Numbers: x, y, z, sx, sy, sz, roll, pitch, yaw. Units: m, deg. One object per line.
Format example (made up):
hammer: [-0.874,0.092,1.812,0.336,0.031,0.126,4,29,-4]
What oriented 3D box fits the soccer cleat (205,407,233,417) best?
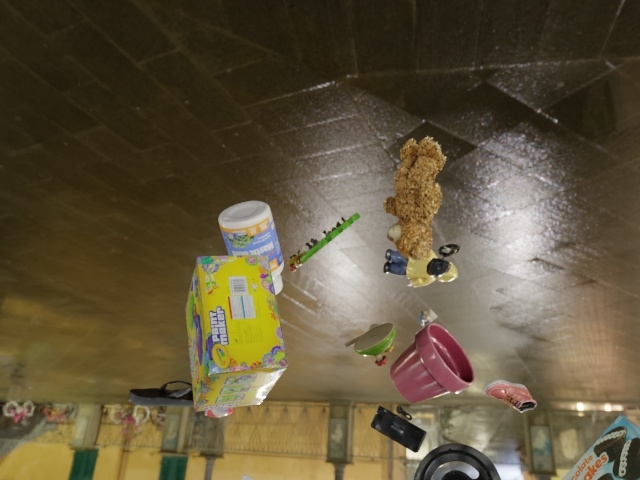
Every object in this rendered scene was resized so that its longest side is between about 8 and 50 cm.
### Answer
soccer cleat: [-0.313,0.501,1.695,0.095,0.083,0.248,4,142,-16]

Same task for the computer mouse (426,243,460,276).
computer mouse: [0.383,0.069,1.658,0.071,0.041,0.242,14,158,4]

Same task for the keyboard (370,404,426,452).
keyboard: [0.263,0.611,1.761,0.180,0.108,0.023,22,176,29]

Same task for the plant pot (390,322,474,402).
plant pot: [0.308,0.368,1.528,0.180,0.201,0.201,-41,136,23]

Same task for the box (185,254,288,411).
box: [-0.219,0.230,1.304,0.177,0.290,0.279,-1,147,-21]

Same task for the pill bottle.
pill bottle: [-0.193,0.034,1.560,0.152,0.152,0.272,-4,119,17]

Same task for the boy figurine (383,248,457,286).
boy figurine: [0.386,0.093,2.027,0.285,0.177,0.092,7,-179,28]

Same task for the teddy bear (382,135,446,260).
teddy bear: [0.247,-0.118,1.444,0.113,0.338,0.245,4,-160,-30]

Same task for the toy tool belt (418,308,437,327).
toy tool belt: [0.327,0.247,1.663,0.052,0.051,0.083,45,161,13]

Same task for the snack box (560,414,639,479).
snack box: [0.625,0.565,1.178,0.060,0.322,0.187,33,-168,-3]

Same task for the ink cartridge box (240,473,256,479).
ink cartridge box: [-0.205,0.999,1.773,0.166,0.285,0.395,16,148,27]

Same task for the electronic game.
electronic game: [0.356,0.647,1.381,0.229,0.229,0.048,-5,144,19]

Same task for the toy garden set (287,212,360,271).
toy garden set: [0.000,0.000,1.783,0.049,0.244,0.204,51,135,2]

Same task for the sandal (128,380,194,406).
sandal: [-0.412,0.426,1.486,0.097,0.054,0.254,11,174,35]

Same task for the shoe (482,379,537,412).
shoe: [0.620,0.508,1.732,0.178,0.081,0.063,12,114,-22]

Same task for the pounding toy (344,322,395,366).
pounding toy: [0.225,0.422,2.107,0.183,0.110,0.237,-34,-173,-17]
